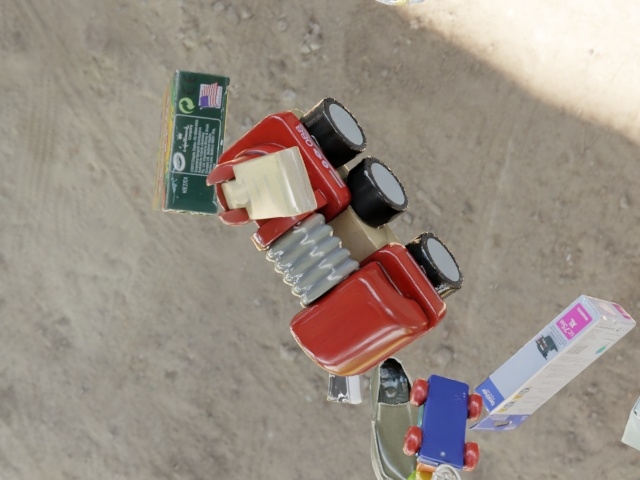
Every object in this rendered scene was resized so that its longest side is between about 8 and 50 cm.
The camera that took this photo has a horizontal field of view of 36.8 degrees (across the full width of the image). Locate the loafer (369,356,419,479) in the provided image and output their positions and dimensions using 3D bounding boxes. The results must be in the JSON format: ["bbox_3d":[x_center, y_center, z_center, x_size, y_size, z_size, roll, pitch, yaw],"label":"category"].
[{"bbox_3d":[0.121,0.298,1.574,0.094,0.251,0.087,-10,142,-2],"label":"loafer"}]

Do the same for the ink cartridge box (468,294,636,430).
[{"bbox_3d":[0.398,0.223,1.708,0.311,0.186,0.065,-48,58,19],"label":"ink cartridge box"}]

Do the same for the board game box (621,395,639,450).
[{"bbox_3d":[0.566,0.180,1.268,0.224,0.303,0.097,25,147,24],"label":"board game box"}]

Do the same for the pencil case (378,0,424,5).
[{"bbox_3d":[0.099,-0.343,0.971,0.124,0.113,0.273,47,166,3],"label":"pencil case"}]

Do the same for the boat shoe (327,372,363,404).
[{"bbox_3d":[0.026,0.181,1.680,0.076,0.080,0.228,-5,111,7],"label":"boat shoe"}]

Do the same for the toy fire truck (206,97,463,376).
[{"bbox_3d":[0.000,0.000,0.736,0.158,0.246,0.217,-36,88,26],"label":"toy fire truck"}]

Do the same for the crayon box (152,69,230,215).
[{"bbox_3d":[-0.208,-0.140,1.494,0.081,0.318,0.202,5,90,-13],"label":"crayon box"}]

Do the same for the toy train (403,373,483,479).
[{"bbox_3d":[0.158,0.329,1.380,0.105,0.248,0.143,15,134,-1],"label":"toy train"}]
